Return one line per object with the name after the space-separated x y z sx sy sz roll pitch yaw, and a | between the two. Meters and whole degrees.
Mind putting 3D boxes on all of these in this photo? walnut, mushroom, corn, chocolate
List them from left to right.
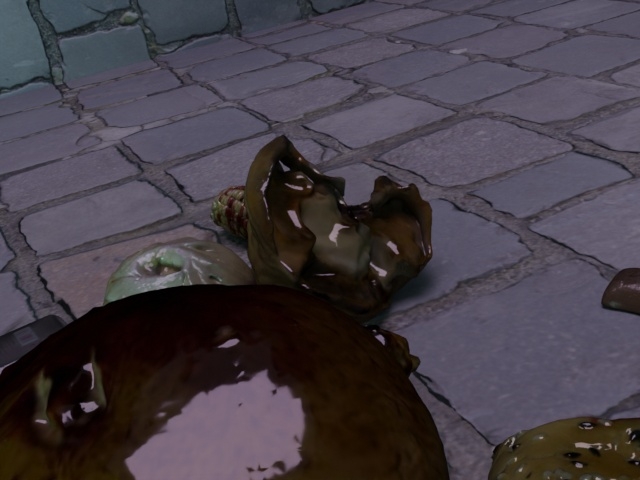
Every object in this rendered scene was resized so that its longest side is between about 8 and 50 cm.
-0.084 0.186 0.521 0.331 0.356 0.334 -6 63 4 | mushroom
-0.058 -0.030 1.071 0.086 0.086 0.253 -30 31 -35 | corn
0.004 0.011 0.879 0.238 0.141 0.204 18 52 -30 | walnut
0.340 0.052 0.808 0.101 0.031 0.064 16 41 41 | chocolate

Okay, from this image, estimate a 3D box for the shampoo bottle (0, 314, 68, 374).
-0.352 0.164 0.787 0.246 0.079 0.080 -25 28 -28 | shampoo bottle

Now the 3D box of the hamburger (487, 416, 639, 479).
0.200 0.200 0.391 0.288 0.167 0.192 6 28 31 | hamburger

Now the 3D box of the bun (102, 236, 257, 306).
-0.159 0.072 0.850 0.179 0.127 0.193 -1 29 17 | bun
